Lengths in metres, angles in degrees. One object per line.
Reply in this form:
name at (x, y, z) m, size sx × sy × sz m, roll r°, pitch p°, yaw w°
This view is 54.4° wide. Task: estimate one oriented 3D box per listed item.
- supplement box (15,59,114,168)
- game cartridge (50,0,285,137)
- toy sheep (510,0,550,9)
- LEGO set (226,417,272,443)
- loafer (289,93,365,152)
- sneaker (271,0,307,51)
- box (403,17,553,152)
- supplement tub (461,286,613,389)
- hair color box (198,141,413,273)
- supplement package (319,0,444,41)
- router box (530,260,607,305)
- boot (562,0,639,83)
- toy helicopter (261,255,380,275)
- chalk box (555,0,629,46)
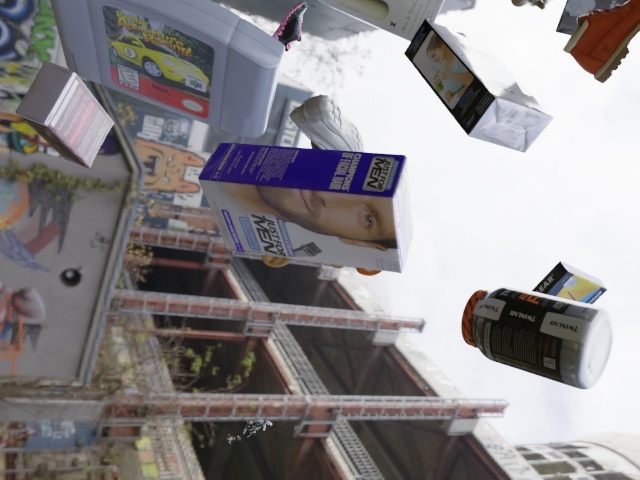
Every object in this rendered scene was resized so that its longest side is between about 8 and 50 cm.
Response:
supplement box at (-0.546, -0.265, 1.351) m, size 0.239 × 0.073 × 0.130 m, roll 85°, pitch 27°, yaw -74°
game cartridge at (-0.198, -0.243, 0.799) m, size 0.196 × 0.294 × 0.060 m, roll 117°, pitch -8°, yaw -61°
toy sheep at (0.382, -0.445, 1.059) m, size 0.132 × 0.091 × 0.091 m, roll -33°, pitch -135°, yaw 10°
LEGO set at (-0.128, 0.330, 1.096) m, size 0.054 × 0.083 × 0.024 m, roll -12°, pitch -84°, yaw 61°
loafer at (0.029, -0.268, 1.606) m, size 0.111 × 0.319 × 0.112 m, roll -12°, pitch -116°, yaw 22°
sneaker at (-0.056, -0.449, 1.312) m, size 0.119 × 0.057 × 0.047 m, roll -44°, pitch -167°, yaw 38°
box at (0.303, -0.307, 1.224) m, size 0.087 × 0.169 × 0.290 m, roll -57°, pitch -138°, yaw 34°
supplement tub at (0.309, 0.133, 0.902) m, size 0.190 × 0.117 × 0.117 m, roll 13°, pitch -86°, yaw 43°
hair color box at (-0.019, -0.058, 1.070) m, size 0.185 × 0.338 × 0.110 m, roll 76°, pitch 27°, yaw -46°
supplement package at (0.140, -0.576, 1.367) m, size 0.198 × 0.262 × 0.199 m, roll -83°, pitch -165°, yaw -68°
router box at (0.555, 0.143, 1.456) m, size 0.179 × 0.133 × 0.046 m, roll -56°, pitch -155°, yaw 28°
boot at (0.409, -0.308, 0.869) m, size 0.158 × 0.084 × 0.059 m, roll -54°, pitch 174°, yaw 0°
toy helicopter at (0.000, 0.000, 1.727) m, size 0.235 × 0.354 × 0.140 m, roll 66°, pitch 16°, yaw -46°
chalk box at (0.670, -0.538, 1.414) m, size 0.132 × 0.212 × 0.132 m, roll 84°, pitch 29°, yaw -60°
